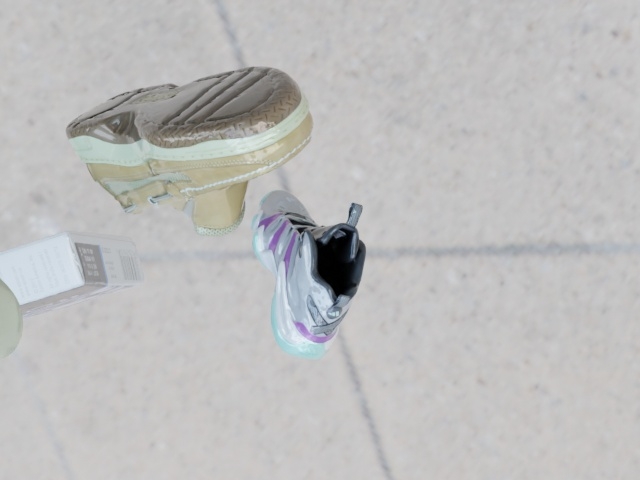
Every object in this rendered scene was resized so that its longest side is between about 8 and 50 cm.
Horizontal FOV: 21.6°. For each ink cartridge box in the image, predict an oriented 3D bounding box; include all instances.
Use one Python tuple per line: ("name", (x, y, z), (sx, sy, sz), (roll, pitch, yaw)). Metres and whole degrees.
("ink cartridge box", (-0.244, 0.042, 1.181), (0.208, 0.206, 0.045), (-15, 88, 5))

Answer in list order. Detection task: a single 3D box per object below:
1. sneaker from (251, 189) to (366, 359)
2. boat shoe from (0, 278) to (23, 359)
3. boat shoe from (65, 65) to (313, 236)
("sneaker", (0.000, 0.000, 0.792), (0.038, 0.098, 0.069), (7, 138, -28))
("boat shoe", (-0.184, 0.026, 0.671), (0.043, 0.137, 0.049), (-18, 69, 45))
("boat shoe", (-0.053, -0.037, 0.797), (0.190, 0.068, 0.072), (6, 124, 62))
